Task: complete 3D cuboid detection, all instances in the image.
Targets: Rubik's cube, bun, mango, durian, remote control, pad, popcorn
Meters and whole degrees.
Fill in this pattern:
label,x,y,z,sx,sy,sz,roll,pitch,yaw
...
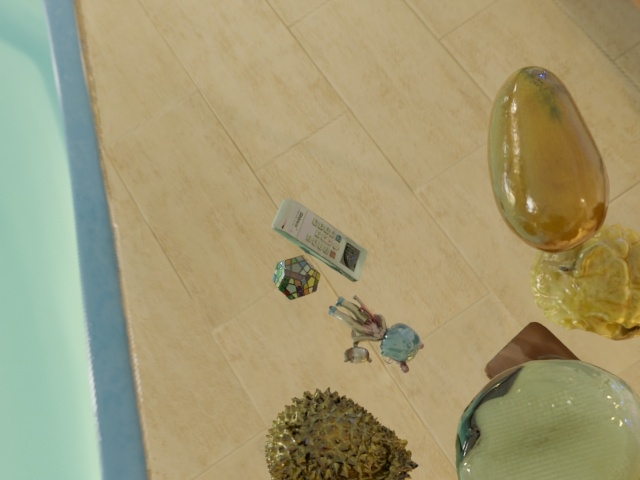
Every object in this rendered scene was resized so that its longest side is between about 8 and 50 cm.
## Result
label,x,y,z,sx,sy,sz,roll,pitch,yaw
Rubik's cube,-0.066,0.101,1.803,0.112,0.133,0.133,-43,72,6
bun,0.338,0.313,0.930,0.283,0.179,0.283,-23,35,18
mango,0.369,-0.134,1.090,0.172,0.211,0.318,-19,105,-3
durian,0.030,0.433,1.296,0.292,0.258,0.258,31,80,2
remote control,0.000,0.000,1.029,0.166,0.029,0.065,34,55,-20
pad,0.572,0.355,1.608,0.284,0.018,0.286,-29,68,-40
popcorn,0.775,0.098,1.807,0.348,0.381,0.349,13,110,39

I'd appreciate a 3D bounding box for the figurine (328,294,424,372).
label,x,y,z,sx,sy,sz,roll,pitch,yaw
figurine,0.131,0.239,1.674,0.260,0.103,0.205,33,40,14
